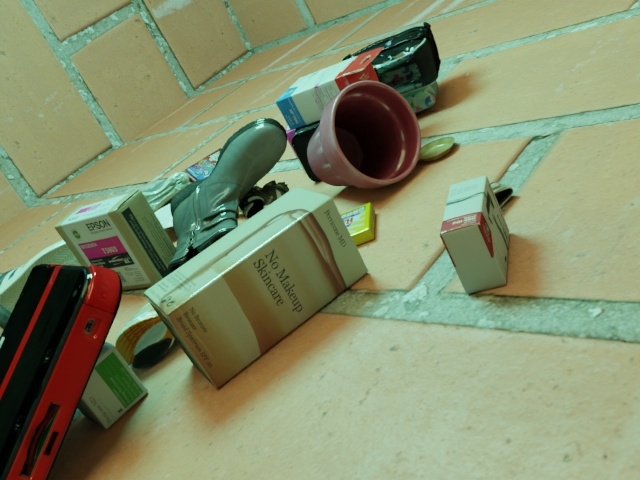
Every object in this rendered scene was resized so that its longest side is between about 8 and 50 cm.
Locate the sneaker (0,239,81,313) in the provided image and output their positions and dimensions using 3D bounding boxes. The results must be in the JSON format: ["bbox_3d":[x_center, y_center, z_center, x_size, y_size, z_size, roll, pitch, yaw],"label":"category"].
[{"bbox_3d":[-0.703,0.093,1.709,0.350,0.131,0.148,-35,28,-15],"label":"sneaker"}]

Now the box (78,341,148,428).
[{"bbox_3d":[-0.345,0.219,1.075,0.087,0.101,0.102,-42,26,-29],"label":"box"}]

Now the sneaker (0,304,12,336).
[{"bbox_3d":[-0.803,0.278,1.453,0.447,0.169,0.258,-20,32,38],"label":"sneaker"}]

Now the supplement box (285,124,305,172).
[{"bbox_3d":[-0.010,-0.271,1.706,0.113,0.111,0.220,-22,24,14],"label":"supplement box"}]

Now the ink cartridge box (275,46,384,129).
[{"bbox_3d":[0.034,-0.329,1.499,0.231,0.078,0.134,-12,28,35],"label":"ink cartridge box"}]

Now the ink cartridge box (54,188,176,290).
[{"bbox_3d":[-0.437,0.009,1.503,0.234,0.193,0.088,-10,29,39],"label":"ink cartridge box"}]

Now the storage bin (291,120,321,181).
[{"bbox_3d":[0.039,-0.223,1.534,0.180,0.122,0.084,-22,24,15],"label":"storage bin"}]

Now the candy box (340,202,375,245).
[{"bbox_3d":[0.000,0.000,1.235,0.205,0.027,0.105,-22,27,16],"label":"candy box"}]

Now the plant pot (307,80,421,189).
[{"bbox_3d":[0.068,-0.189,1.366,0.201,0.201,0.180,-41,10,-27],"label":"plant pot"}]

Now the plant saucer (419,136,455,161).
[{"bbox_3d":[0.227,-0.176,1.359,0.083,0.015,0.083,-24,22,11],"label":"plant saucer"}]

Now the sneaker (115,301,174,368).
[{"bbox_3d":[-0.237,0.108,1.197,0.262,0.099,0.121,-30,18,-7],"label":"sneaker"}]

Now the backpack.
[{"bbox_3d":[0.159,-0.388,1.653,0.253,0.191,0.225,-13,24,17],"label":"backpack"}]

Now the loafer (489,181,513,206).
[{"bbox_3d":[0.248,-0.051,1.041,0.039,0.045,0.125,5,36,42],"label":"loafer"}]

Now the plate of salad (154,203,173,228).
[{"bbox_3d":[-0.352,-0.061,1.740,0.199,0.048,0.200,-15,20,6],"label":"plate of salad"}]

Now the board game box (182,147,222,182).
[{"bbox_3d":[-0.317,-0.210,2.040,0.145,0.027,0.281,-32,23,-11],"label":"board game box"}]

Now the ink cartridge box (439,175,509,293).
[{"bbox_3d":[0.209,-0.011,0.924,0.056,0.099,0.135,-17,26,26],"label":"ink cartridge box"}]

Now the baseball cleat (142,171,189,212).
[{"bbox_3d":[-0.469,-0.128,2.010,0.205,0.072,0.109,-30,7,-8],"label":"baseball cleat"}]

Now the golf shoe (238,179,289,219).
[{"bbox_3d":[-0.155,-0.083,1.523,0.198,0.077,0.094,-7,31,44],"label":"golf shoe"}]

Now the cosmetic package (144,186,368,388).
[{"bbox_3d":[-0.094,0.064,1.053,0.296,0.153,0.129,-38,26,-18],"label":"cosmetic package"}]

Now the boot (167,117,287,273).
[{"bbox_3d":[-0.179,-0.077,1.414,0.338,0.118,0.223,-43,36,22],"label":"boot"}]

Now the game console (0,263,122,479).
[{"bbox_3d":[-0.446,0.216,1.053,0.342,0.060,0.387,-3,62,53],"label":"game console"}]
